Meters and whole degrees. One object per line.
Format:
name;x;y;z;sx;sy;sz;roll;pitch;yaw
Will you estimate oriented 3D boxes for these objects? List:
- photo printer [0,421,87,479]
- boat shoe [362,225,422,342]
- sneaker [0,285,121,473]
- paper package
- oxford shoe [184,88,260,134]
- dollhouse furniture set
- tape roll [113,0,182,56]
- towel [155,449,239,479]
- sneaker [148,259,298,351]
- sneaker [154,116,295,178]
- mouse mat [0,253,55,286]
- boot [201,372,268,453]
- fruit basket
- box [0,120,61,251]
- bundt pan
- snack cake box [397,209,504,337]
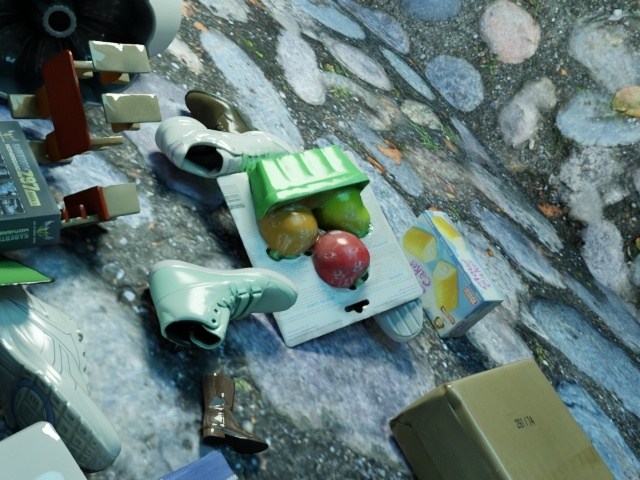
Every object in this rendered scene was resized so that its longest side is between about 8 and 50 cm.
photo printer;-0.313;0.329;0.501;0.308;0.107;0.256;-24;69;-46
boat shoe;0.129;0.085;1.304;0.109;0.094;0.302;-18;62;-11
sneaker;-0.331;0.145;0.738;0.297;0.111;0.129;48;28;9
paper package;0.335;0.395;1.092;0.325;0.168;0.309;0;52;-48
oxford shoe;-0.214;-0.250;1.355;0.227;0.083;0.096;38;36;-4
dollhouse furniture set;-0.374;-0.151;0.928;0.135;0.262;0.259;-15;94;-51
tape roll;-0.434;-0.501;1.268;0.246;0.246;0.169;46;31;7
towel;-0.122;0.428;0.695;0.243;0.040;0.336;-11;61;-54
sneaker;-0.142;0.119;0.975;0.256;0.094;0.151;9;38;-28
sneaker;-0.176;-0.159;1.240;0.305;0.114;0.152;4;30;-32
mouse mat;-0.432;0.036;0.736;0.190;0.007;0.153;11;9;42
boot;-0.126;0.249;0.899;0.106;0.037;0.114;26;31;-28
fruit basket;0.000;0.000;1.206;0.327;0.165;0.353;-17;80;-30
box;-0.473;-0.075;0.817;0.183;0.059;0.232;-11;48;-36
bundt pan;-0.464;-0.394;1.058;0.331;0.330;0.124;9;25;-41
snack cake box;0.288;0.077;1.436;0.089;0.152;0.264;4;47;-44
